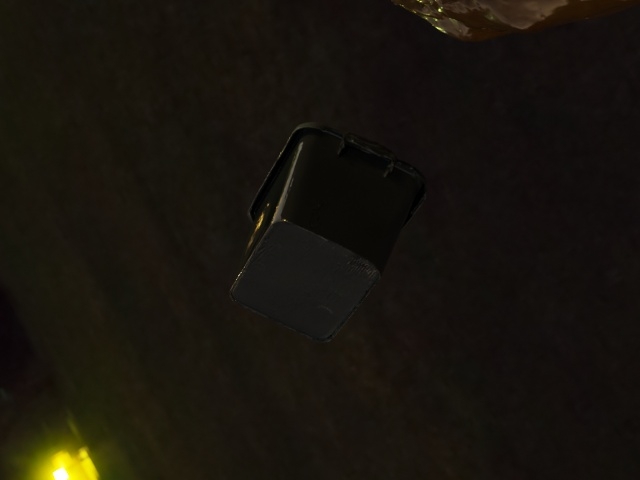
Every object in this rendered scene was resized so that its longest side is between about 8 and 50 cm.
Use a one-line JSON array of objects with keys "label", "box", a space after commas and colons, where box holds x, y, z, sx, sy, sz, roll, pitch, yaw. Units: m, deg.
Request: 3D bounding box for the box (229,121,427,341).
[{"label": "box", "box": [0.000, 0.000, 0.691, 0.084, 0.069, 0.122, 24, 145, -6]}]

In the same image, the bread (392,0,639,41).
[{"label": "bread", "box": [0.222, -0.317, 1.019, 0.398, 0.398, 0.215, 26, 143, 62]}]
